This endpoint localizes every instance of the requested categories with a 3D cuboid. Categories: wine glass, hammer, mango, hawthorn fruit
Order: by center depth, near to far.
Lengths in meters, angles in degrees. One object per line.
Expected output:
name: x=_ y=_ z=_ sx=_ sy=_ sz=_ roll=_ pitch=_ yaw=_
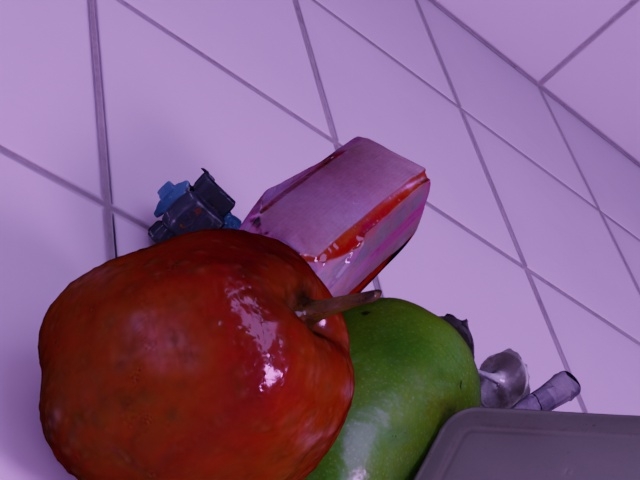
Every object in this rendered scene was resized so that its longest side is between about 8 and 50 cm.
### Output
hawthorn fruit: x=-0.082 y=0.110 z=1.185 sx=0.287 sy=0.330 sz=0.287 roll=42 pitch=33 yaw=-35
mango: x=0.056 y=0.194 z=1.444 sx=0.225 sy=0.201 sz=0.382 roll=55 pitch=26 yaw=-6
hammer: x=0.238 y=0.259 z=1.738 sx=0.427 sy=0.044 sz=0.152 roll=-17 pitch=64 yaw=-49
wine glass: x=0.212 y=0.179 z=1.836 sx=0.183 sy=0.122 sz=0.122 roll=24 pitch=34 yaw=-46

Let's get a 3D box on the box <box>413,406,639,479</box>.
box: x=0.307 y=0.343 z=1.328 sx=0.177 sy=0.352 sz=0.343 roll=-57 pitch=129 yaw=-36

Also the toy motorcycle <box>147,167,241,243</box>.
toy motorcycle: x=-0.086 y=0.037 z=1.558 sx=0.272 sy=0.123 sz=0.182 roll=43 pitch=3 yaw=-17

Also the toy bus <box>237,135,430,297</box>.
toy bus: x=0.000 y=0.000 z=1.434 sx=0.128 sy=0.147 sz=0.303 roll=33 pitch=36 yaw=14
